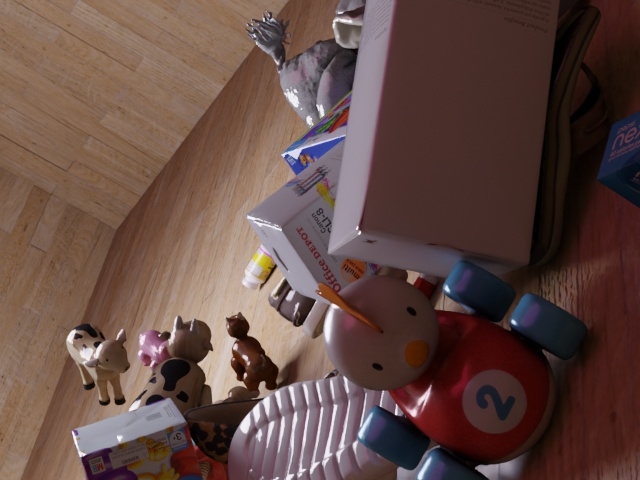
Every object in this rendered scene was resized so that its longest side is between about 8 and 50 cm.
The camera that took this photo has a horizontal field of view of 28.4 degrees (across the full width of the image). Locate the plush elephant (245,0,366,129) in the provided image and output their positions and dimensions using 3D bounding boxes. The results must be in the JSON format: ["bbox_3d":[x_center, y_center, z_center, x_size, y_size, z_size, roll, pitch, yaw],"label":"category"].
[{"bbox_3d":[0.077,-0.289,2.021,0.255,0.330,0.272,-31,21,24],"label":"plush elephant"}]

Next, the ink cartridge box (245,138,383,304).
[{"bbox_3d":[0.023,-0.025,1.579,0.176,0.128,0.127,-39,21,-14],"label":"ink cartridge box"}]

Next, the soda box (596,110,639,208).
[{"bbox_3d":[0.353,-0.098,1.174,0.210,0.067,0.071,-30,33,61],"label":"soda box"}]

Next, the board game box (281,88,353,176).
[{"bbox_3d":[0.133,-0.180,1.702,0.233,0.078,0.347,-45,19,-31],"label":"board game box"}]

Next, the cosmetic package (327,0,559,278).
[{"bbox_3d":[0.139,-0.151,1.410,0.155,0.197,0.365,147,135,-73],"label":"cosmetic package"}]

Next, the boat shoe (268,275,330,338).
[{"bbox_3d":[0.034,-0.015,1.852,0.324,0.097,0.116,-61,-17,13],"label":"boat shoe"}]

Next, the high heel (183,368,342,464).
[{"bbox_3d":[-0.047,0.203,1.634,0.261,0.186,0.093,-54,16,20],"label":"high heel"}]

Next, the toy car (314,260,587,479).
[{"bbox_3d":[0.091,0.109,1.225,0.210,0.238,0.219,29,88,54],"label":"toy car"}]

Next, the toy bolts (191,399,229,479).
[{"bbox_3d":[-0.233,0.323,2.006,0.228,0.218,0.158,-25,28,33],"label":"toy bolts"}]

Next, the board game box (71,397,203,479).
[{"bbox_3d":[-0.216,0.371,1.660,0.142,0.275,0.144,-18,10,-13],"label":"board game box"}]

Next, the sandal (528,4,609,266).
[{"bbox_3d":[0.275,-0.115,1.425,0.120,0.086,0.303,161,120,-76],"label":"sandal"}]

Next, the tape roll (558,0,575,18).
[{"bbox_3d":[0.290,-0.360,1.746,0.219,0.072,0.219,-45,18,19],"label":"tape roll"}]

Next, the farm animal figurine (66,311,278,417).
[{"bbox_3d":[-0.233,0.204,1.900,0.327,0.330,0.172,-91,-4,-53],"label":"farm animal figurine"}]

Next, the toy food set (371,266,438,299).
[{"bbox_3d":[0.087,0.064,1.606,0.104,0.111,0.232,-60,14,0],"label":"toy food set"}]

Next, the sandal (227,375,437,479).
[{"bbox_3d":[0.047,0.235,1.482,0.416,0.102,0.169,-28,49,40],"label":"sandal"}]

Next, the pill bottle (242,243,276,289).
[{"bbox_3d":[-0.112,0.050,2.345,0.083,0.043,0.043,-57,17,11],"label":"pill bottle"}]
